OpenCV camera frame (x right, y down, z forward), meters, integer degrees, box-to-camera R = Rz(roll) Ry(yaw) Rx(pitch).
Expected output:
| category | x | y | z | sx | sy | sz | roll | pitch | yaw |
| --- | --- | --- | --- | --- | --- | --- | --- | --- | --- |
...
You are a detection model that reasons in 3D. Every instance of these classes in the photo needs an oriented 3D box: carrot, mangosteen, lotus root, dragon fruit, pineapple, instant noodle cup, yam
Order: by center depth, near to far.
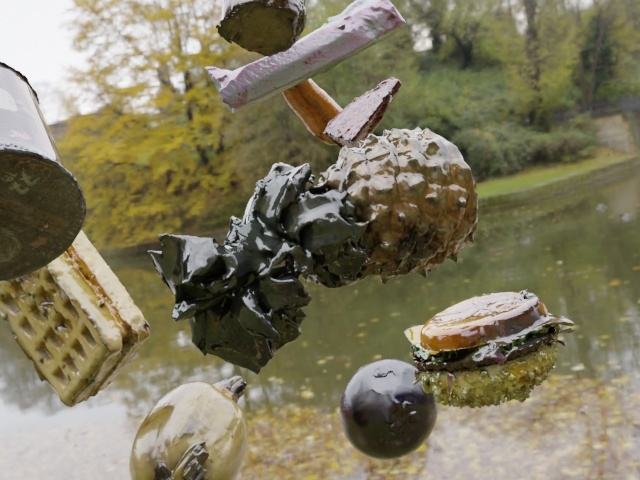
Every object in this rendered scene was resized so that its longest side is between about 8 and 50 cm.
| category | x | y | z | sx | sy | sz | roll | pitch | yaw |
| --- | --- | --- | --- | --- | --- | --- | --- | --- | --- |
| pineapple | 0.000 | 0.000 | 0.532 | 0.237 | 0.111 | 0.119 | -22 | 46 | -28 |
| yam | -0.050 | -0.240 | 0.712 | 0.079 | 0.141 | 0.079 | 0 | -29 | 0 |
| instant noodle cup | -0.409 | -0.092 | 0.935 | 0.217 | 0.207 | 0.217 | -17 | -38 | -14 |
| dragon fruit | 0.080 | -0.190 | 1.207 | 0.131 | 0.063 | 0.097 | -50 | 31 | 1 |
| lotus root | -0.209 | 0.330 | 1.340 | 0.183 | 0.182 | 0.310 | -9 | 25 | 19 |
| mangosteen | 0.122 | 0.318 | 1.517 | 0.194 | 0.194 | 0.230 | -11 | 10 | -13 |
| carrot | -0.016 | -0.273 | 1.588 | 0.087 | 0.193 | 0.087 | -31 | 36 | 25 |

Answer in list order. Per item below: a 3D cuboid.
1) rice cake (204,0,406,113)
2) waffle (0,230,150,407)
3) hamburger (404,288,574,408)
| category | x | y | z | sx | sy | sz | roll | pitch | yaw |
| --- | --- | --- | --- | --- | --- | --- | --- | --- | --- |
| rice cake | -0.018 | -0.256 | 1.042 | 0.290 | 0.081 | 0.051 | -29 | -12 | -18 |
| waffle | -0.478 | 0.085 | 1.389 | 0.114 | 0.376 | 0.261 | -29 | -12 | -44 |
| hamburger | 0.259 | 0.165 | 1.184 | 0.262 | 0.138 | 0.243 | -19 | 5 | -4 |
